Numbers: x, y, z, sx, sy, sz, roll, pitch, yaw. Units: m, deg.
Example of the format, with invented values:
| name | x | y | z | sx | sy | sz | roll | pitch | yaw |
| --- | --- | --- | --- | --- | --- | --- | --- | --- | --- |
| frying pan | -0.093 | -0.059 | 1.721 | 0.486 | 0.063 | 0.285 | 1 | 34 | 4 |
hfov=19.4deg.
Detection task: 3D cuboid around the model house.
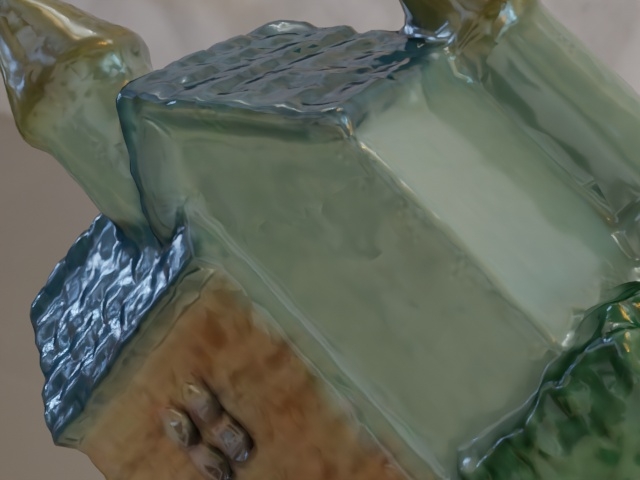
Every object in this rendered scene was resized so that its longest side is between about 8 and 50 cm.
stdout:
| name | x | y | z | sx | sy | sz | roll | pitch | yaw |
| --- | --- | --- | --- | --- | --- | --- | --- | --- | --- |
| model house | 0.000 | 0.000 | 0.761 | 0.325 | 0.194 | 0.267 | 45 | -52 | 7 |
